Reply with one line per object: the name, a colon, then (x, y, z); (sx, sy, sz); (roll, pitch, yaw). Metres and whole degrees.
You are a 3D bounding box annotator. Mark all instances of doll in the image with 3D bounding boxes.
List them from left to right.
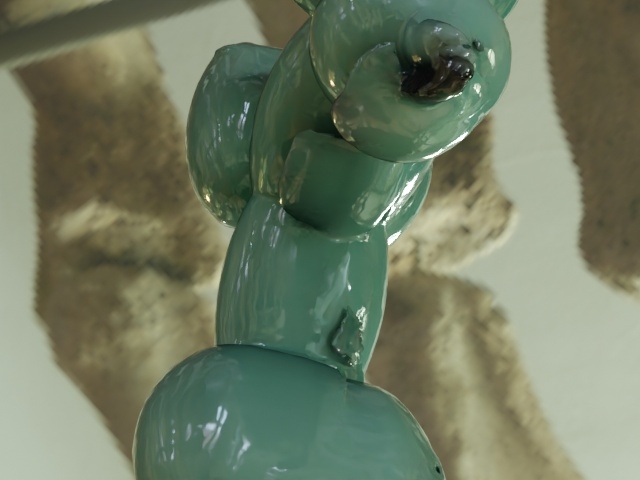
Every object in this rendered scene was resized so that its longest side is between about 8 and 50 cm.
doll: (0.000, 0.000, 0.392); (0.059, 0.158, 0.159); (13, -48, -10)
